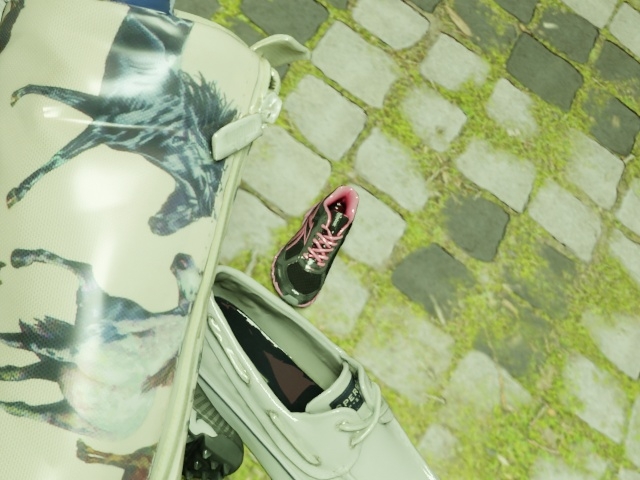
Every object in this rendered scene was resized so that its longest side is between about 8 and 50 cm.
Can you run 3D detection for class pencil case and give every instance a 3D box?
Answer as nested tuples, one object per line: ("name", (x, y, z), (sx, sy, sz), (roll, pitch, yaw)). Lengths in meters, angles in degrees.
("pencil case", (-0.133, 0.057, 0.679), (0.160, 0.183, 0.410), (28, 69, -61))

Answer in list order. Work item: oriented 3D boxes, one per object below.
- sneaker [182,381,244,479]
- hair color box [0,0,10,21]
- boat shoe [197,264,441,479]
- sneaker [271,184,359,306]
("sneaker", (-0.135, 0.066, 0.816), (0.234, 0.078, 0.106), (37, 51, 0))
("hair color box", (-0.314, -0.146, 0.718), (0.185, 0.110, 0.339), (53, 18, 24))
("boat shoe", (0.003, 0.121, 0.852), (0.267, 0.088, 0.096), (46, 48, 5))
("sneaker", (0.000, 0.000, 0.954), (0.047, 0.057, 0.119), (33, 50, -10))
